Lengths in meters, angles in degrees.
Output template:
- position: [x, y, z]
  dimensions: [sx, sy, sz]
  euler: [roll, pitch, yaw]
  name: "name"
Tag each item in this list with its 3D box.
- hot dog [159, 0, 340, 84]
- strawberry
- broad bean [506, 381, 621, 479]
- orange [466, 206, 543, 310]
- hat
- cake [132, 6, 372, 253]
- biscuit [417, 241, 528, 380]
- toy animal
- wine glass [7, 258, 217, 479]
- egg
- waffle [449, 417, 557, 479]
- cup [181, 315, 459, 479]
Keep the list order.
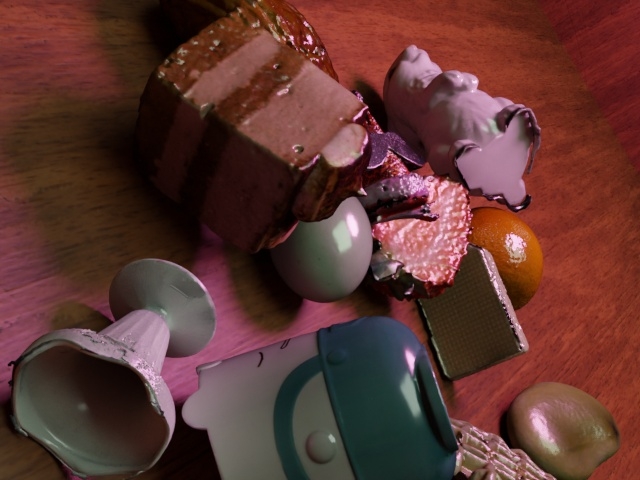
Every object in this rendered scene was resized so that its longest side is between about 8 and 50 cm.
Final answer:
- position: [-0.080, -0.260, 1.281]
  dimensions: [0.388, 0.174, 0.267]
  euler: [57, 18, -3]
  name: "hot dog"
- position: [0.149, 0.006, 1.395]
  dimensions: [0.188, 0.106, 0.286]
  euler: [39, 51, 6]
  name: "strawberry"
- position: [0.439, 0.344, 1.525]
  dimensions: [0.263, 0.121, 0.189]
  euler: [10, 52, -46]
  name: "broad bean"
- position: [0.310, 0.034, 1.548]
  dimensions: [0.206, 0.206, 0.206]
  euler: [32, 41, -34]
  name: "orange"
- position: [0.092, -0.128, 1.293]
  dimensions: [0.140, 0.129, 0.228]
  euler: [-15, 81, -16]
  name: "hat"
- position: [-0.070, -0.120, 1.071]
  dimensions: [0.293, 0.199, 0.196]
  euler: [35, 48, 7]
  name: "cake"
- position: [0.241, 0.100, 1.438]
  dimensions: [0.052, 0.150, 0.252]
  euler: [14, 52, -56]
  name: "biscuit"
- position: [0.242, -0.218, 1.591]
  dimensions: [0.357, 0.193, 0.258]
  euler: [46, -23, 48]
  name: "toy animal"
- position: [-0.195, 0.117, 0.852]
  dimensions: [0.165, 0.164, 0.196]
  euler: [49, 31, -14]
  name: "wine glass"
- position: [0.000, 0.000, 1.201]
  dimensions: [0.149, 0.149, 0.192]
  euler: [24, 39, -40]
  name: "egg"
- position: [0.253, 0.330, 1.214]
  dimensions: [0.309, 0.056, 0.292]
  euler: [27, 4, -29]
  name: "waffle"
- position: [0.013, 0.208, 0.954]
  dimensions: [0.289, 0.257, 0.219]
  euler: [34, 38, -83]
  name: "cup"
